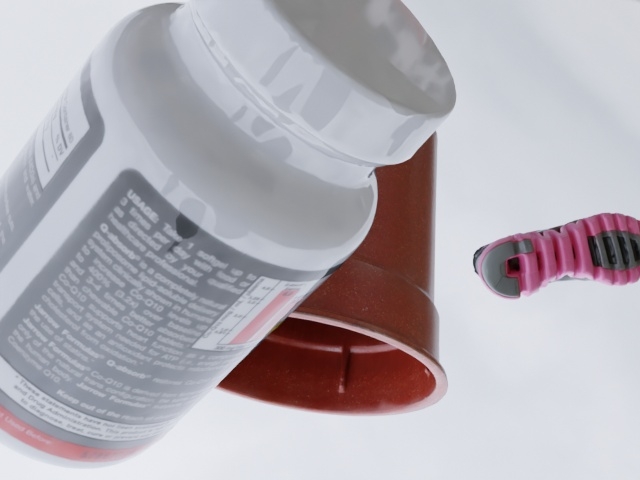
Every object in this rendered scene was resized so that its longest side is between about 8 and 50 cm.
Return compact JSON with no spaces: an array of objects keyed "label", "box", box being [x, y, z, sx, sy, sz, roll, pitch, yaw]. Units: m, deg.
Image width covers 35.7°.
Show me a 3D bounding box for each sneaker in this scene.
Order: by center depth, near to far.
[{"label":"sneaker","box":[0.150,0.008,0.622,0.057,0.119,0.047,-177,82,-82]}]

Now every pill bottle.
[{"label":"pill bottle","box":[-0.094,-0.023,0.665,0.210,0.363,0.210,32,-148,-23]}]

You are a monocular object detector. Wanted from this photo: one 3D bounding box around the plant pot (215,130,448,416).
[{"label":"plant pot","box":[0.000,0.000,0.958,0.272,0.272,0.265,27,-120,-32]}]
